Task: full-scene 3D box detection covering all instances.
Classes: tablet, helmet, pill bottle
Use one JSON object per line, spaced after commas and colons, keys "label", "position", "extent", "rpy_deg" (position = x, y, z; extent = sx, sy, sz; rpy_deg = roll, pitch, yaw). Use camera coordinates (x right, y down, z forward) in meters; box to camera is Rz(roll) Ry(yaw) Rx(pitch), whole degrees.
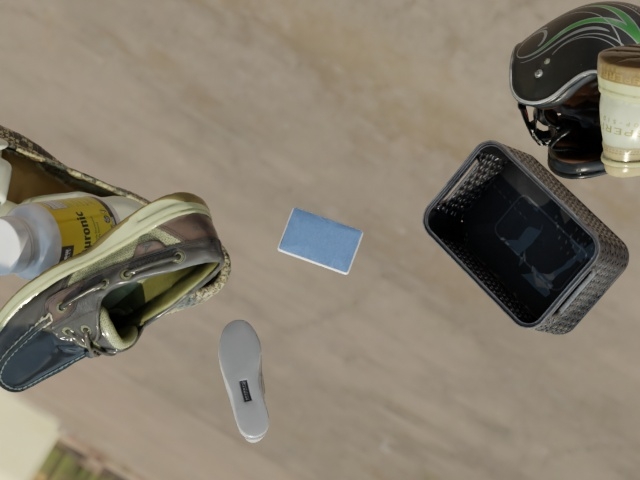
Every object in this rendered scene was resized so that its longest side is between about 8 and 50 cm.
{"label": "tablet", "position": [0.000, 0.000, 1.905], "extent": [0.083, 0.054, 0.006], "rpy_deg": [20, 165, 4]}
{"label": "helmet", "position": [0.275, -0.146, 1.654], "extent": [0.161, 0.169, 0.169], "rpy_deg": [-13, 146, 22]}
{"label": "pill bottle", "position": [-0.224, -0.001, 1.439], "extent": [0.065, 0.065, 0.116], "rpy_deg": [21, -162, 33]}

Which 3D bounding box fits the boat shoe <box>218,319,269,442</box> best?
{"label": "boat shoe", "position": [-0.060, 0.114, 1.398], "extent": [0.035, 0.100, 0.035], "rpy_deg": [-11, 161, -9]}

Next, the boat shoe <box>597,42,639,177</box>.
{"label": "boat shoe", "position": [0.316, -0.105, 1.325], "extent": [0.285, 0.089, 0.104], "rpy_deg": [-6, -162, -33]}

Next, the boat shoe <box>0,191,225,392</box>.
{"label": "boat shoe", "position": [-0.169, 0.052, 1.346], "extent": [0.080, 0.223, 0.073], "rpy_deg": [40, -164, -51]}

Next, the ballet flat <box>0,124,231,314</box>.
{"label": "ballet flat", "position": [-0.303, -0.035, 1.829], "extent": [0.483, 0.164, 0.182], "rpy_deg": [19, 167, -29]}

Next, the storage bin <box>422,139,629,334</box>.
{"label": "storage bin", "position": [0.209, -0.002, 1.775], "extent": [0.180, 0.122, 0.084], "rpy_deg": [47, -164, 27]}
